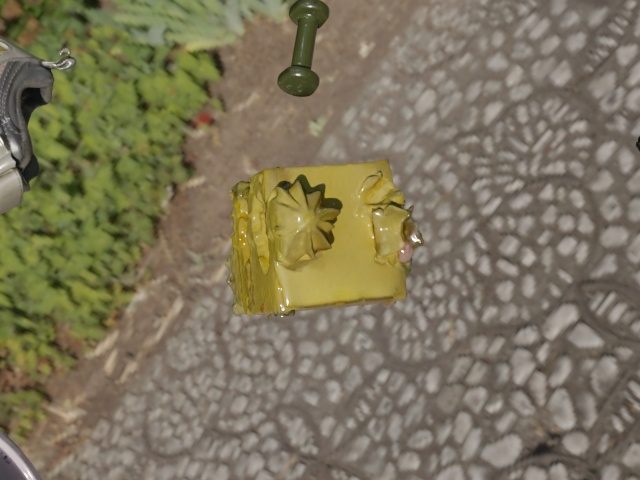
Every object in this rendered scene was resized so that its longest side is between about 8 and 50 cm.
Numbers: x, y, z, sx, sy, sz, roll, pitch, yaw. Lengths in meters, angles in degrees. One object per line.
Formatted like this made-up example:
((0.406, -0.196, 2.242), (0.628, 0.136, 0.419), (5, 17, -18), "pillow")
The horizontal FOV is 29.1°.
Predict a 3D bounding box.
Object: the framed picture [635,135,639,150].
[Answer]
((0.455, -0.166, 1.505), (0.010, 0.195, 0.199), (24, 86, 34), "framed picture")

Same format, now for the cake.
((0.000, 0.000, 1.821), (0.286, 0.227, 0.222), (173, 90, -67), "cake")

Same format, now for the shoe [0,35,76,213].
((-0.212, -0.051, 0.746), (0.089, 0.092, 0.180), (136, 149, -81), "shoe")

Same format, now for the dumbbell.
((-0.019, -0.228, 1.453), (0.052, 0.046, 0.118), (-34, 43, 58), "dumbbell")

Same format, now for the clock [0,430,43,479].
((-0.309, 0.247, 1.066), (0.068, 0.197, 0.197), (-32, 40, 14), "clock")
